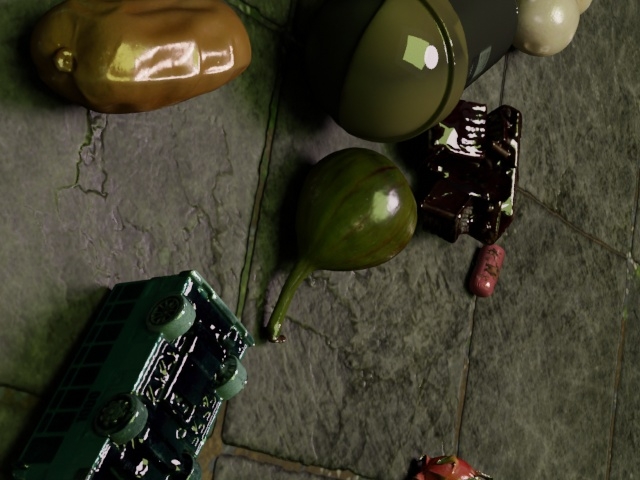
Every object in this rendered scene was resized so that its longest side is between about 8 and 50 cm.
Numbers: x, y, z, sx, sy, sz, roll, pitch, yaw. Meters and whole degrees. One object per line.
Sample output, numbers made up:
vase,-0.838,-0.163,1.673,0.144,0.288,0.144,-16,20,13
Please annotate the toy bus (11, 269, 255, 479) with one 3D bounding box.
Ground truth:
toy bus,-0.182,0.165,1.193,0.128,0.147,0.256,53,45,-34

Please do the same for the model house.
model house,0.201,-0.097,1.684,0.164,0.141,0.203,19,68,-71

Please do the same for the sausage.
sausage,-0.179,-0.191,1.231,0.241,0.136,0.120,-19,110,-46

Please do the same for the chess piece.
chess piece,0.377,-0.423,1.921,0.167,0.167,0.300,47,58,-39

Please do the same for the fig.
fig,0.000,0.000,1.481,0.259,0.151,0.151,-41,123,-12

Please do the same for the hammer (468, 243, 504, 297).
hammer,0.245,0.044,1.817,0.043,0.043,0.083,47,56,-39

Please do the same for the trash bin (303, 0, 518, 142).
trash bin,0.103,-0.248,1.523,0.334,0.214,0.214,-41,120,-50

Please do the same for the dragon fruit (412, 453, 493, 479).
dragon fruit,0.181,0.334,1.673,0.081,0.116,0.086,-91,179,-48
